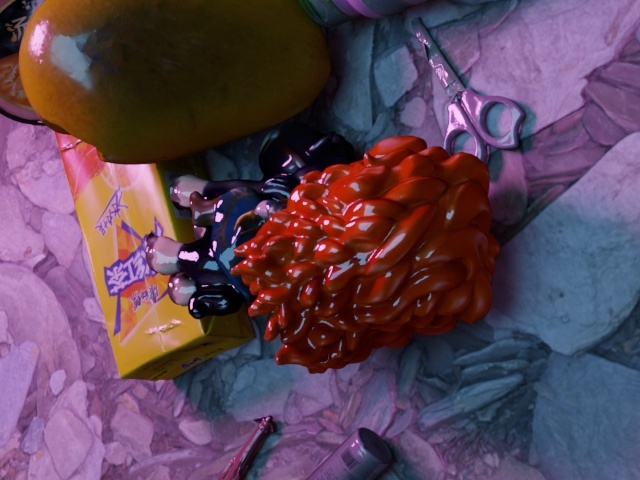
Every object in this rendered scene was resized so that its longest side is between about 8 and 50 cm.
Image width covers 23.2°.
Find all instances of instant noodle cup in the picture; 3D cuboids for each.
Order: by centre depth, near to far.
[{"bbox_3d":[-0.360,-0.315,2.023,0.244,0.244,0.255,-46,43,22],"label":"instant noodle cup"}]

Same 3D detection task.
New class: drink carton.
[{"bbox_3d":[-0.212,-0.012,1.960,0.154,0.111,0.351,-28,71,30],"label":"drink carton"}]

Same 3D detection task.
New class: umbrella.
[{"bbox_3d":[-0.102,0.280,1.900,0.165,0.025,0.027,-57,39,13],"label":"umbrella"}]

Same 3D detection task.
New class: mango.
[{"bbox_3d":[-0.170,-0.215,1.830,0.365,0.182,0.253,0,86,0],"label":"mango"}]

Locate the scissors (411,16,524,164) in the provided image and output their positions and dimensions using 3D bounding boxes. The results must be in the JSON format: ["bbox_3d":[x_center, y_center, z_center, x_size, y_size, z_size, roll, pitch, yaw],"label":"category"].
[{"bbox_3d":[0.152,-0.173,1.778,0.110,0.021,0.212,-38,66,23],"label":"scissors"}]

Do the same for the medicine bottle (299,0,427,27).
[{"bbox_3d":[0.101,-0.333,1.764,0.274,0.133,0.133,-17,75,33],"label":"medicine bottle"}]

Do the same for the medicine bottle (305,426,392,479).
[{"bbox_3d":[0.000,0.300,1.807,0.199,0.057,0.057,-48,61,21],"label":"medicine bottle"}]

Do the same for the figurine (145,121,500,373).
[{"bbox_3d":[-0.003,-0.005,1.738,0.412,0.306,0.241,23,138,49],"label":"figurine"}]
